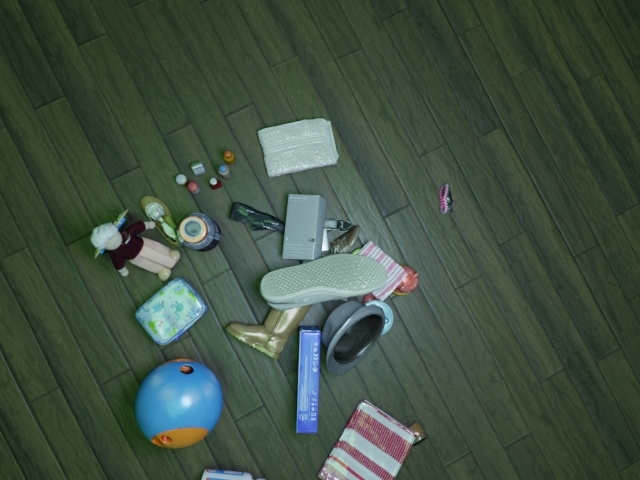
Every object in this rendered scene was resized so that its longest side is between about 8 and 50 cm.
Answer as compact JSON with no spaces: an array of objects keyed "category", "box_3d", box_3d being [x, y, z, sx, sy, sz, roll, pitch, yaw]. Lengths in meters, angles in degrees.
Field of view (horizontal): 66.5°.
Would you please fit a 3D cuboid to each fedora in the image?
[{"category":"fedora","box_3d":[0.093,0.313,1.681,0.275,0.244,0.124,-52,50,2]}]

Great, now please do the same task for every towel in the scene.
[{"category":"towel","box_3d":[0.168,0.783,1.768,0.237,0.037,0.329,29,84,19]},{"category":"towel","box_3d":[-0.082,-0.353,1.847,0.282,0.049,0.187,-13,87,-5]},{"category":"towel","box_3d":[0.200,0.107,1.773,0.144,0.029,0.197,-47,66,0]}]

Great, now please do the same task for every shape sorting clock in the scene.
[{"category":"shape sorting clock","box_3d":[-0.729,-0.025,1.696,0.040,0.206,0.206,33,85,-15]}]

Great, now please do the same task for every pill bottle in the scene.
[{"category":"pill bottle","box_3d":[-0.309,0.882,1.720,0.222,0.124,0.124,8,86,-3]},{"category":"pill bottle","box_3d":[-0.425,-0.029,1.700,0.131,0.246,0.130,0,87,-4]}]

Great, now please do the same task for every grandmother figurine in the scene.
[{"category":"grandmother figurine","box_3d":[-0.621,0.024,1.638,0.104,0.342,0.207,15,80,28]}]

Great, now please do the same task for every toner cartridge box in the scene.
[{"category":"toner cartridge box","box_3d":[-0.046,0.488,1.745,0.075,0.165,0.347,2,86,-5]}]

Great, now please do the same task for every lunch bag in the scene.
[{"category":"lunch bag","box_3d":[-0.532,0.256,1.753,0.219,0.090,0.176,-41,90,-6]}]

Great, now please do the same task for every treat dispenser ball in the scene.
[{"category":"treat dispenser ball","box_3d":[-0.475,0.546,1.642,0.288,0.288,0.288,0,87,-5]}]

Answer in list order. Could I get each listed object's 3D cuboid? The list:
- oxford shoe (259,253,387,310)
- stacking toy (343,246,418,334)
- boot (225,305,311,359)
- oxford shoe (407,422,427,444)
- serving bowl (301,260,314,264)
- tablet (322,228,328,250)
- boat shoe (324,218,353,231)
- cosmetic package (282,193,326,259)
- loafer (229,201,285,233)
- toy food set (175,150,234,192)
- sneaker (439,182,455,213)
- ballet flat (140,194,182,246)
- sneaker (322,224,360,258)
[{"category":"oxford shoe","box_3d":[0.011,0.152,1.723,0.450,0.130,0.169,-9,54,-7]},{"category":"stacking toy","box_3d":[0.194,0.180,1.799,0.280,0.130,0.309,35,84,-2]},{"category":"boot","box_3d":[-0.182,0.267,1.791,0.236,0.089,0.269,30,82,-6]},{"category":"oxford shoe","box_3d":[0.287,0.751,1.816,0.212,0.076,0.076,-29,59,-3]},{"category":"serving bowl","box_3d":[-0.031,0.098,1.836,0.083,0.027,0.083,0,88,-5]},{"category":"tablet","box_3d":[0.000,0.000,1.855,0.054,0.006,0.083,-7,88,-5]},{"category":"boat shoe","box_3d":[0.064,-0.060,1.846,0.125,0.038,0.046,6,79,-6]},{"category":"cosmetic package","box_3d":[-0.057,-0.048,1.790,0.127,0.107,0.237,2,88,18]},{"category":"loafer","box_3d":[-0.229,-0.070,1.810,0.223,0.076,0.078,22,99,-5]},{"category":"toy food set","box_3d":[-0.415,-0.244,1.783,0.232,0.104,0.111,-21,89,-6]},{"category":"sneaker","box_3d":[0.495,-0.162,1.892,0.057,0.047,0.119,3,90,-21]},{"category":"ballet flat","box_3d":[-0.574,-0.076,1.776,0.080,0.073,0.232,-41,90,-6]},{"category":"sneaker","box_3d":[0.079,0.013,1.829,0.071,0.066,0.188,32,85,-5]}]
